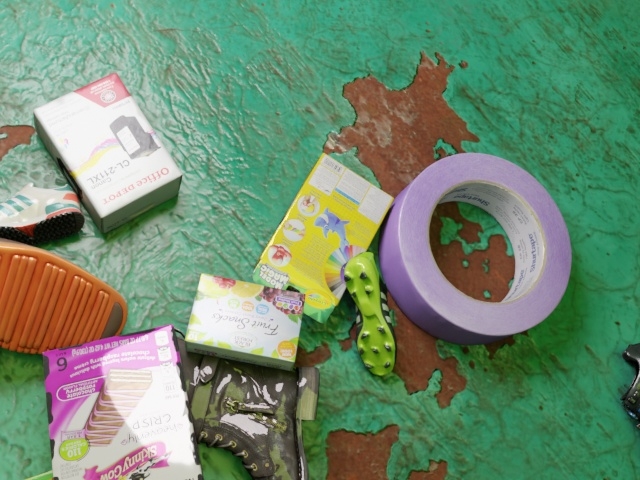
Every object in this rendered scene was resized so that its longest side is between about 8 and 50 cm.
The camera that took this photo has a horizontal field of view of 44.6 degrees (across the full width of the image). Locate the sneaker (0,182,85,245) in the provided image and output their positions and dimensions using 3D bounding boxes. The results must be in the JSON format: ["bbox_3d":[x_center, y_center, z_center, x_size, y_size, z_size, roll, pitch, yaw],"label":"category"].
[{"bbox_3d":[-0.395,-0.034,1.024,0.161,0.057,0.075,-13,53,-13],"label":"sneaker"}]

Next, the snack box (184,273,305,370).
[{"bbox_3d":[-0.096,0.106,1.013,0.141,0.037,0.100,11,59,-4],"label":"snack box"}]

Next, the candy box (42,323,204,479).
[{"bbox_3d":[-0.224,0.226,0.897,0.159,0.071,0.233,-12,60,-11],"label":"candy box"}]

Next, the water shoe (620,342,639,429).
[{"bbox_3d":[0.495,0.257,1.182,0.080,0.073,0.203,0,72,12],"label":"water shoe"}]

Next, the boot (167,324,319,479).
[{"bbox_3d":[-0.127,0.253,0.997,0.229,0.091,0.263,10,67,-7],"label":"boot"}]

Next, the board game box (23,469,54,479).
[{"bbox_3d":[-0.314,0.367,0.920,0.092,0.043,0.181,-15,78,-20],"label":"board game box"}]

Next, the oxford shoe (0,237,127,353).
[{"bbox_3d":[-0.413,0.039,0.952,0.363,0.132,0.130,22,96,-29],"label":"oxford shoe"}]

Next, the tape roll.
[{"bbox_3d":[0.229,0.013,1.160,0.274,0.090,0.275,5,72,-15],"label":"tape roll"}]

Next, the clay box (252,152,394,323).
[{"bbox_3d":[0.000,0.000,1.118,0.127,0.053,0.222,32,69,-6],"label":"clay box"}]

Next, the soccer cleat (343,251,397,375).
[{"bbox_3d":[0.076,0.101,1.087,0.072,0.060,0.179,-44,124,-60],"label":"soccer cleat"}]

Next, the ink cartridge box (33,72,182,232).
[{"bbox_3d":[-0.287,-0.119,1.062,0.127,0.072,0.175,-32,84,-22],"label":"ink cartridge box"}]
